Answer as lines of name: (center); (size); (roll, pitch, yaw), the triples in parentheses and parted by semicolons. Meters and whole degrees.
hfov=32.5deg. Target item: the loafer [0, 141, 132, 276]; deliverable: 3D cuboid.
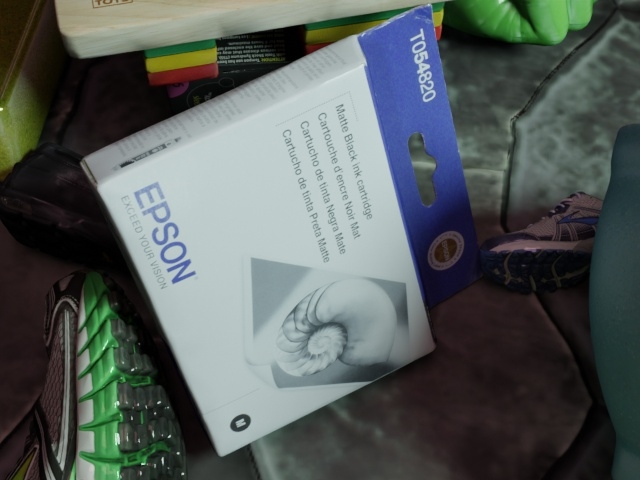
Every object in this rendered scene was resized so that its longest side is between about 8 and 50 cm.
loafer: (-0.110, -0.010, 0.744); (0.223, 0.076, 0.078); (20, 63, 9)

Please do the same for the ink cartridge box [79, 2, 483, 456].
ink cartridge box: (0.000, 0.000, 0.663); (0.224, 0.223, 0.045); (-27, 38, -12)

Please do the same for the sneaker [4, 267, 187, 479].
sneaker: (-0.162, 0.170, 0.625); (0.146, 0.134, 0.343); (-2, 60, 8)

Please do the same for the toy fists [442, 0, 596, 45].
toy fists: (0.168, -0.275, 0.863); (0.142, 0.096, 0.279); (12, 63, 6)

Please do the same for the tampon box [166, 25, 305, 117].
tampon box: (-0.058, -0.155, 0.791); (0.101, 0.120, 0.161); (-3, 63, -1)

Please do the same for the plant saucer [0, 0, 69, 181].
plant saucer: (-0.275, -0.154, 0.786); (0.188, 0.045, 0.188); (20, 55, -16)

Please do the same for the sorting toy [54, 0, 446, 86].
sorting toy: (-0.045, -0.224, 0.708); (0.257, 0.089, 0.255); (-10, 63, -6)

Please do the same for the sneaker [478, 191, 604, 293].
sneaker: (0.171, -0.002, 0.757); (0.135, 0.052, 0.058); (-5, 53, -10)

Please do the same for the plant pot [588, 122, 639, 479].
plant pot: (0.275, 0.075, 0.604); (0.293, 0.293, 0.196); (19, 91, 10)
